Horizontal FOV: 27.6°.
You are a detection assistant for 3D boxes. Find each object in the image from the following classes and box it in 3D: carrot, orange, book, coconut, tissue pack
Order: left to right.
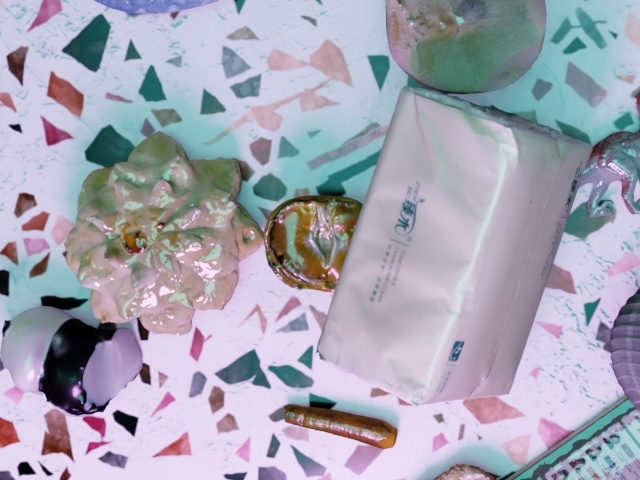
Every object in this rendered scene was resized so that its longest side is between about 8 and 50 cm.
[{"bbox_3d":[0.000,0.000,1.839,0.160,0.112,0.170,-38,114,-1],"label":"orange"},{"bbox_3d":[0.028,0.270,1.903,0.170,0.042,0.042,11,98,9],"label":"carrot"},{"bbox_3d":[0.179,0.008,1.709,0.207,0.297,0.380,23,102,30],"label":"tissue pack"},{"bbox_3d":[0.191,-0.303,1.718,0.227,0.230,0.227,1,95,8],"label":"coconut"},{"bbox_3d":[0.428,0.352,1.863,0.264,0.027,0.202,-38,89,11],"label":"book"}]

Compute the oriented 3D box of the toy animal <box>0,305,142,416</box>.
[{"bbox_3d":[-0.374,0.173,1.897,0.179,0.166,0.138,17,92,18],"label":"toy animal"}]

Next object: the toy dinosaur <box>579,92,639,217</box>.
[{"bbox_3d":[0.395,-0.105,1.804,0.242,0.053,0.167,-18,93,9],"label":"toy dinosaur"}]

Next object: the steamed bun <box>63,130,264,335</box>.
[{"bbox_3d":[-0.225,-0.014,1.842,0.295,0.137,0.292,5,85,7],"label":"steamed bun"}]

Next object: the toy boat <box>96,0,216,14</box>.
[{"bbox_3d":[-0.200,-0.432,1.811,0.330,0.123,0.215,-13,96,8],"label":"toy boat"}]

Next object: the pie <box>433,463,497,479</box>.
[{"bbox_3d":[0.187,0.484,1.877,0.308,0.085,0.308,1,100,8],"label":"pie"}]

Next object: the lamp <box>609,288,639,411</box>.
[{"bbox_3d":[0.515,0.165,1.726,0.265,0.233,0.233,23,99,-15],"label":"lamp"}]
